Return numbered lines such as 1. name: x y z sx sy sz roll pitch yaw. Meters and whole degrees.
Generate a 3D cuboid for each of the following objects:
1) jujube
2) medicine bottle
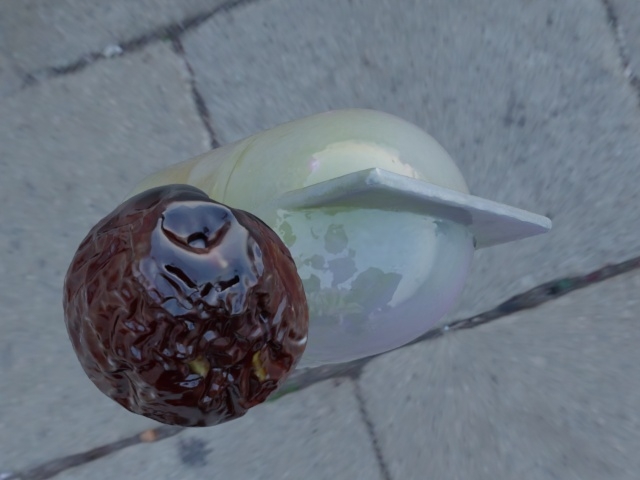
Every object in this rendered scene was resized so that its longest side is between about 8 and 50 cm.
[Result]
1. jujube: -0.086 0.037 1.170 0.168 0.236 0.168 2 72 -8
2. medicine bottle: 0.000 0.000 1.690 0.235 0.406 0.236 10 74 -38
